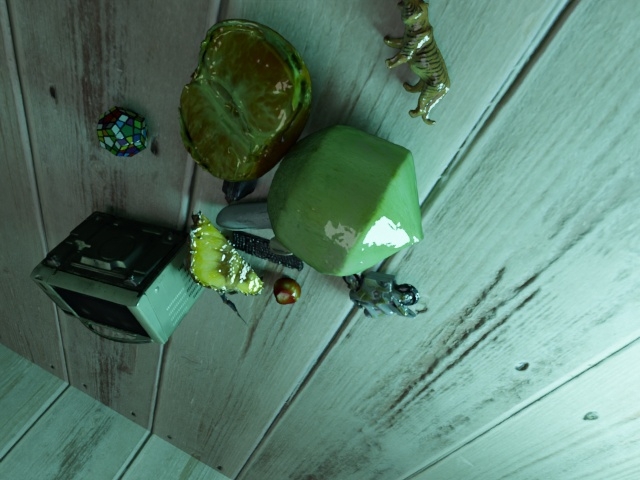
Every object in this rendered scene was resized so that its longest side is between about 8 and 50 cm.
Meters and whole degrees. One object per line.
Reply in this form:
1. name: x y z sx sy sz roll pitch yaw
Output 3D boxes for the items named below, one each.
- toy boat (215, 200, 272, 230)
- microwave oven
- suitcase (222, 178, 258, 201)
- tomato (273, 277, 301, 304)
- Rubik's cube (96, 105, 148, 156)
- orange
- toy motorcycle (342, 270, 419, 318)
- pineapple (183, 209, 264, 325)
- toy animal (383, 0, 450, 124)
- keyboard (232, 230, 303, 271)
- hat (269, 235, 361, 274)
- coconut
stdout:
1. toy boat: -0.179 -0.061 1.259 0.261 0.078 0.085 -2 150 27
2. microwave oven: -0.604 0.104 1.440 0.394 0.333 0.247 11 135 18
3. suitcase: -0.198 -0.163 1.172 0.059 0.086 0.126 40 136 13
4. tomato: -0.101 0.156 1.401 0.087 0.075 0.087 12 129 15
5. Rubik's cube: -0.516 -0.284 1.218 0.112 0.133 0.133 -1 132 -6
6. orange: -0.151 -0.286 0.960 0.262 0.196 0.334 38 136 0
7. toy motorcycle: 0.157 0.156 1.263 0.225 0.073 0.152 17 125 26
8. pineapple: -0.313 0.082 1.378 0.334 0.158 0.161 47 155 -27
9. toy animal: 0.180 -0.324 0.854 0.099 0.057 0.241 -13 120 35
10. keyboard: -0.155 0.029 1.358 0.231 0.023 0.072 18 131 14
11. hat: 0.000 0.000 1.201 0.226 0.219 0.164 39 104 40
12. coconut: 0.065 -0.075 0.958 0.328 0.328 0.281 24 138 7
